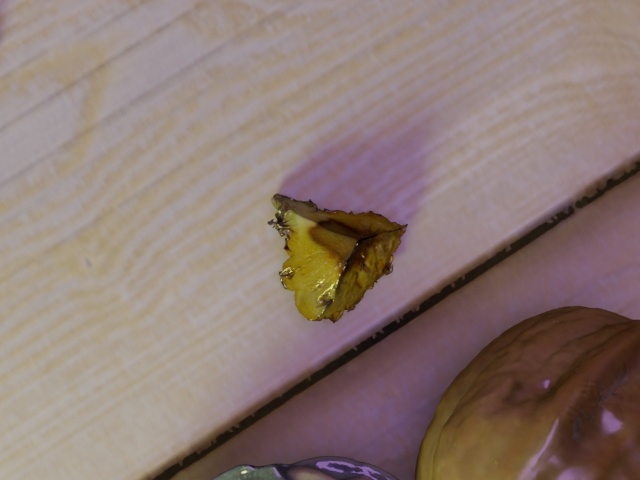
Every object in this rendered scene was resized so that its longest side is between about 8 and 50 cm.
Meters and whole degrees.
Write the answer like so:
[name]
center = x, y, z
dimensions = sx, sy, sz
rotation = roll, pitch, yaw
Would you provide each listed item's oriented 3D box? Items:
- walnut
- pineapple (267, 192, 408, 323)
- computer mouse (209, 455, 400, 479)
[walnut]
center = 0.193, 0.168, 1.137
dimensions = 0.225, 0.225, 0.261
rotation = 41, 71, -1
[pineapple]
center = 0.000, 0.000, 1.204
dimensions = 0.114, 0.077, 0.114
rotation = 37, 81, 12
[computer mouse]
center = -0.076, 0.317, 1.158
dimensions = 0.389, 0.115, 0.199
rotation = -40, 70, 6
